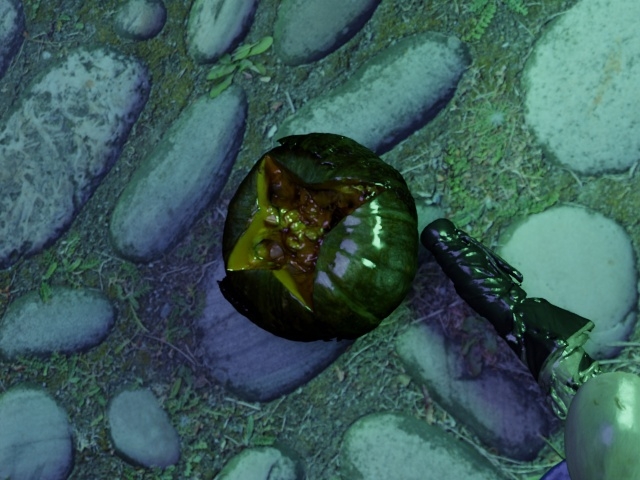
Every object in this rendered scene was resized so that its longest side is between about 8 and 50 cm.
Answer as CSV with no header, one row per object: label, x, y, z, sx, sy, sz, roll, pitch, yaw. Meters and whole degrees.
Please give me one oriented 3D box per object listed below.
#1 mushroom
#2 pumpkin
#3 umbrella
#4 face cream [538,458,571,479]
mushroom,0.328,0.264,1.147,0.116,0.093,0.225,8,70,4
pumpkin,0.000,0.000,1.508,0.321,0.192,0.320,-10,71,29
umbrella,0.272,0.095,1.434,0.357,0.113,0.106,50,119,23
face cream,0.380,0.388,1.259,0.249,0.225,0.248,-8,68,20
